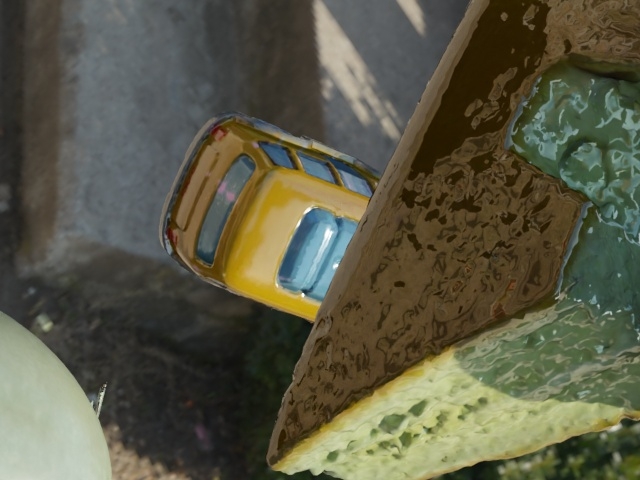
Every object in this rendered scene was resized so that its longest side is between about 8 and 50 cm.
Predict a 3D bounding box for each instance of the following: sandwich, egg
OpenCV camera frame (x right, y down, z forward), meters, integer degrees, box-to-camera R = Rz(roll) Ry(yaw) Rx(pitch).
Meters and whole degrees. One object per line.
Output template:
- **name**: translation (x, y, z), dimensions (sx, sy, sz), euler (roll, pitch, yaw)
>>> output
- **sandwich**: translation (0.085, 0.005, 0.512), dimensions (0.122, 0.128, 0.236), euler (31, 84, -43)
- **egg**: translation (-0.331, 0.155, 1.058), dimensions (0.352, 0.258, 0.258), euler (29, 42, -3)

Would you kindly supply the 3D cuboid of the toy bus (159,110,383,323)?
- **toy bus**: translation (0.000, 0.000, 0.995), dimensions (0.209, 0.126, 0.136), euler (21, 9, -26)

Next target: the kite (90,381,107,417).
- **kite**: translation (-0.303, 0.300, 1.680), dimensions (0.013, 0.268, 0.323), euler (14, 33, -6)
